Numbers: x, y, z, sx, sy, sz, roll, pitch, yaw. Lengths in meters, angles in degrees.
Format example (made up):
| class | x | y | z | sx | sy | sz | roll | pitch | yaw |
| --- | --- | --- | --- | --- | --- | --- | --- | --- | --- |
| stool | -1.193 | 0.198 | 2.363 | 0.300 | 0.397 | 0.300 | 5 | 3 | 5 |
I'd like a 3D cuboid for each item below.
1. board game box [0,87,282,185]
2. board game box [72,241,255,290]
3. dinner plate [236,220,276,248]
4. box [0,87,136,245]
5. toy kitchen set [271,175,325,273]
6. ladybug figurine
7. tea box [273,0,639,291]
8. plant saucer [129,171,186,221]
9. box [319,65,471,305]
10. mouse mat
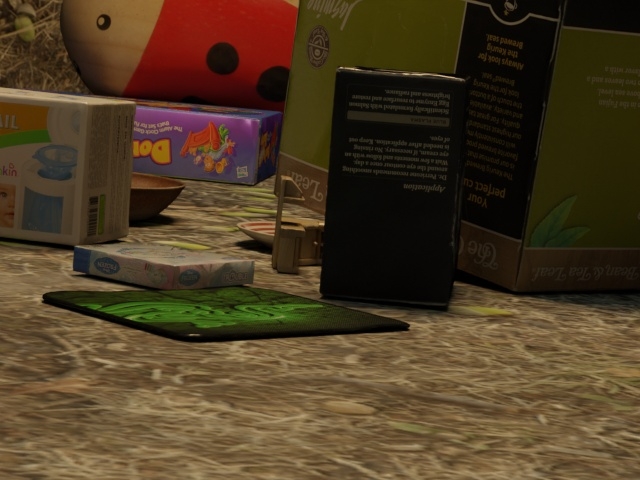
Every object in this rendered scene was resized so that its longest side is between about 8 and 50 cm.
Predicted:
| class | x | y | z | sx | sy | sz | roll | pitch | yaw |
| --- | --- | --- | --- | --- | --- | --- | --- | --- | --- |
| board game box | -0.232 | -0.129 | 2.300 | 0.347 | 0.078 | 0.233 | 6 | 6 | 5 |
| board game box | -0.107 | 0.017 | 1.316 | 0.090 | 0.020 | 0.090 | 9 | 7 | 35 |
| dinner plate | 0.000 | 0.000 | 1.587 | 0.141 | 0.017 | 0.141 | 5 | 7 | -1 |
| box | -0.260 | -0.064 | 1.508 | 0.203 | 0.114 | 0.103 | 6 | 6 | 15 |
| toy kitchen set | 0.003 | -0.012 | 1.456 | 0.075 | 0.068 | 0.083 | 5 | 6 | -3 |
| ladybug figurine | -0.122 | -0.219 | 2.488 | 0.449 | 0.162 | 0.305 | 15 | -41 | -16 |
| tea box | 0.155 | -0.150 | 1.570 | 0.220 | 0.323 | 0.329 | 1 | 14 | -37 |
| plant saucer | -0.220 | -0.042 | 1.705 | 0.199 | 0.036 | 0.198 | 4 | 6 | -1 |
| box | 0.056 | -0.043 | 1.364 | 0.093 | 0.158 | 0.156 | 5 | 6 | 6 |
| mouse mat | -0.057 | 0.043 | 1.187 | 0.190 | 0.007 | 0.153 | -2 | 9 | -44 |
